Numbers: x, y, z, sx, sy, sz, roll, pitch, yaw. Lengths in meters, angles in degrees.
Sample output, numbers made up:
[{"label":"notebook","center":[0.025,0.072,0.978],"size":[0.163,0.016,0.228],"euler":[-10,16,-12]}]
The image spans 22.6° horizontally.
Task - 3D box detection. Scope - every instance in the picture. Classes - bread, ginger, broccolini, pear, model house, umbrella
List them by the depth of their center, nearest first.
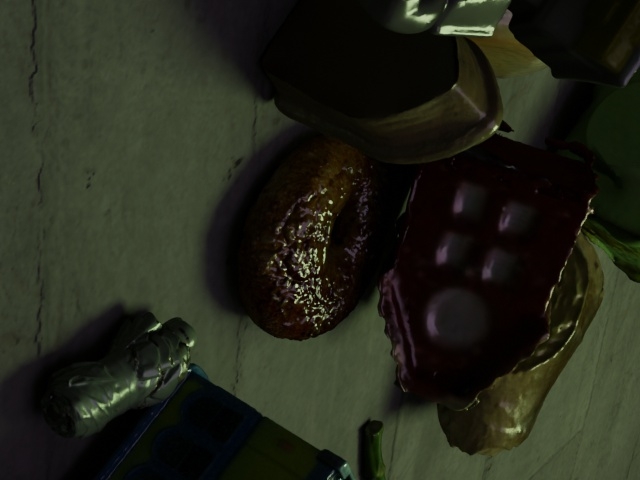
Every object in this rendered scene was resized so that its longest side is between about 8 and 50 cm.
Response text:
[{"label":"umbrella","center":[-0.145,0.098,1.183],"size":[0.143,0.062,0.067],"euler":[-33,110,-41]},{"label":"bread","center":[0.000,0.000,1.329],"size":[0.193,0.064,0.193],"euler":[-39,142,-40]},{"label":"model house","center":[0.134,0.026,1.412],"size":[0.196,0.160,0.254],"euler":[-62,167,-73]},{"label":"ginger","center":[0.209,0.106,1.706],"size":[0.276,0.130,0.221],"euler":[-53,161,-20]},{"label":"broccolini","center":[0.070,0.271,1.710],"size":[0.054,0.051,0.239],"euler":[-40,138,-25]},{"label":"pear","center":[0.405,-0.096,1.762],"size":[0.286,0.176,0.282],"euler":[36,81,-52]}]

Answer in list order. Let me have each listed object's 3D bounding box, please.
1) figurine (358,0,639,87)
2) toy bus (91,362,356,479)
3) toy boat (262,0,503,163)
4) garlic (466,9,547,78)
[{"label":"figurine","center":[0.112,-0.248,1.116],"size":[0.167,0.285,0.342],"euler":[-48,-163,25]},{"label":"toy bus","center":[-0.117,0.275,1.233],"size":[0.312,0.190,0.152],"euler":[-52,155,-18]},{"label":"toy boat","center":[0.048,-0.124,1.175],"size":[0.116,0.188,0.061],"euler":[-56,143,-12]},{"label":"garlic","center":[0.137,-0.197,1.343],"size":[0.164,0.145,0.245],"euler":[-35,159,17]}]
